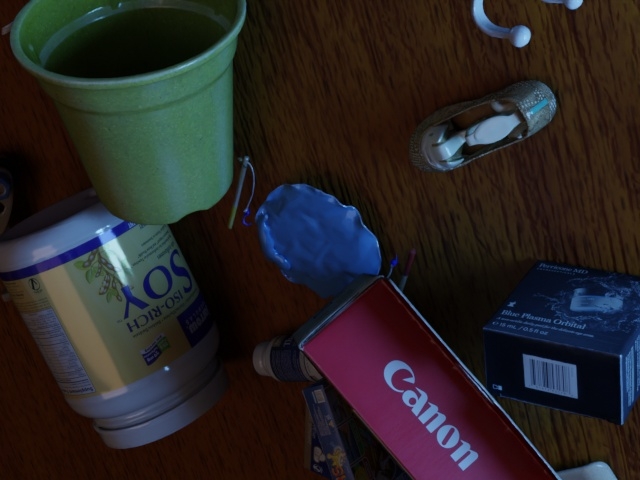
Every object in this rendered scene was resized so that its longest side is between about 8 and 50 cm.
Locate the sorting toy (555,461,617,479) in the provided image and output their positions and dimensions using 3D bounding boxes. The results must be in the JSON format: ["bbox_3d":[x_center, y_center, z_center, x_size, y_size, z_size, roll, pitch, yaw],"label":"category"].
[{"bbox_3d":[0.326,0.383,1.447,0.208,0.038,0.193,-27,99,38],"label":"sorting toy"}]

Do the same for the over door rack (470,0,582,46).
[{"bbox_3d":[0.265,-0.323,0.909,0.108,0.239,0.324,37,133,15],"label":"over door rack"}]

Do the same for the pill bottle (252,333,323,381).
[{"bbox_3d":[-0.034,0.164,1.549,0.120,0.067,0.067,-6,113,38],"label":"pill bottle"}]

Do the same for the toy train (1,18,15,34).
[{"bbox_3d":[-0.345,-0.298,1.450,0.125,0.166,0.046,-29,109,19],"label":"toy train"}]

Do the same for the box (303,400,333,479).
[{"bbox_3d":[0.079,0.309,1.580,0.225,0.036,0.136,19,126,25],"label":"box"}]

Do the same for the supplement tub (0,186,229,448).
[{"bbox_3d":[-0.289,0.101,1.579,0.241,0.241,0.331,-12,110,40],"label":"supplement tub"}]

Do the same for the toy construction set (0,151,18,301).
[{"bbox_3d":[-0.578,0.001,1.770,0.309,0.257,0.237,25,145,48],"label":"toy construction set"}]

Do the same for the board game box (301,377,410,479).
[{"bbox_3d":[0.054,0.267,1.464,0.035,0.136,0.201,-18,91,32],"label":"board game box"}]

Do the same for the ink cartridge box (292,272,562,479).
[{"bbox_3d":[0.115,0.192,1.283,0.309,0.130,0.272,49,177,-1],"label":"ink cartridge box"}]

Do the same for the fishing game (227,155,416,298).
[{"bbox_3d":[0.000,0.000,1.445,0.264,0.041,0.189,27,137,14],"label":"fishing game"}]

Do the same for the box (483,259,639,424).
[{"bbox_3d":[0.281,0.106,1.219,0.156,0.158,0.093,10,123,31],"label":"box"}]

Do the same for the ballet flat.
[{"bbox_3d":[0.163,-0.120,1.229,0.206,0.067,0.073,-27,99,43],"label":"ballet flat"}]

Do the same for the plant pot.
[{"bbox_3d":[-0.213,-0.168,1.367,0.276,0.276,0.253,20,138,26],"label":"plant pot"}]
